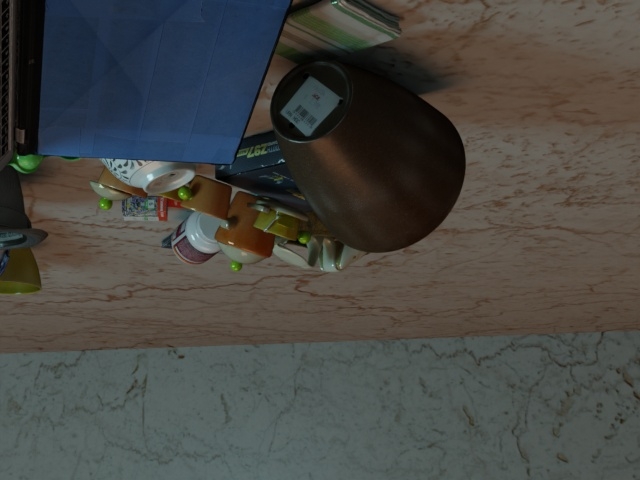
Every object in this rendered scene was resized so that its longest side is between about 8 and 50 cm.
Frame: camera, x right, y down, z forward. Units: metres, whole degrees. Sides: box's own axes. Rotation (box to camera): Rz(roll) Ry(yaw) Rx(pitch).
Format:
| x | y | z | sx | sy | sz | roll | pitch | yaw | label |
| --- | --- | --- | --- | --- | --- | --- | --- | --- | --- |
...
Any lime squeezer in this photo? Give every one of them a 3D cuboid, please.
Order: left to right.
| x | y | z | sx | sy | sz | roll | pitch | yaw | label |
| --- | --- | --- | --- | --- | --- | --- | --- | --- | --- |
| -0.367 | -0.121 | 1.471 | 0.310 | 0.059 | 0.110 | -17 | -152 | -24 | lime squeezer |

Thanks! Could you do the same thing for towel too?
| x | y | z | sx | sy | sz | roll | pitch | yaw | label |
| --- | --- | --- | --- | --- | --- | --- | --- | --- | --- |
| 0.002 | -0.238 | 1.221 | 0.152 | 0.023 | 0.113 | -10 | 161 | 40 | towel |

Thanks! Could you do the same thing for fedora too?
| x | y | z | sx | sy | sz | roll | pitch | yaw | label |
| --- | --- | --- | --- | --- | --- | --- | --- | --- | --- |
| -0.543 | -0.061 | 1.670 | 0.243 | 0.124 | 0.275 | 1 | 172 | 0 | fedora |

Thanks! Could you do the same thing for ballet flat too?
| x | y | z | sx | sy | sz | roll | pitch | yaw | label |
| --- | --- | --- | --- | --- | --- | --- | --- | --- | --- |
| 0.000 | 0.000 | 1.956 | 0.123 | 0.123 | 0.348 | -12 | 162 | 39 | ballet flat |

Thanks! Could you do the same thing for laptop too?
| x | y | z | sx | sy | sz | roll | pitch | yaw | label |
| --- | --- | --- | --- | --- | --- | --- | --- | --- | --- |
| -0.254 | -0.097 | 1.095 | 0.236 | 0.408 | 0.382 | 32 | 149 | 2 | laptop |

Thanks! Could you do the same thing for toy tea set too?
| x | y | z | sx | sy | sz | roll | pitch | yaw | label |
| --- | --- | --- | --- | --- | --- | --- | --- | --- | --- |
| -0.190 | -0.035 | 1.648 | 0.336 | 0.124 | 0.200 | 19 | 180 | -14 | toy tea set |

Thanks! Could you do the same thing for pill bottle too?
| x | y | z | sx | sy | sz | roll | pitch | yaw | label |
| --- | --- | --- | --- | --- | --- | --- | --- | --- | --- |
| -0.211 | -0.011 | 1.958 | 0.086 | 0.086 | 0.152 | 5 | 165 | -22 | pill bottle |

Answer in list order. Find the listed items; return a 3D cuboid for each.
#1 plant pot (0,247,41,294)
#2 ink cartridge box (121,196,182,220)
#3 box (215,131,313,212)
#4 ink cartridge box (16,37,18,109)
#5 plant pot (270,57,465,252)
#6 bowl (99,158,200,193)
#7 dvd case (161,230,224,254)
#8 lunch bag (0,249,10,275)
| x | y | z | sx | sy | sz | roll | pitch | yaw | label |
| --- | --- | --- | --- | --- | --- | --- | --- | --- | --- |
| -0.623 | 0.049 | 2.157 | 0.134 | 0.095 | 0.134 | -1 | 166 | 0 | plant pot |
| -0.289 | -0.055 | 1.898 | 0.115 | 0.029 | 0.063 | 1 | 165 | -6 | ink cartridge box |
| -0.018 | -0.106 | 1.648 | 0.183 | 0.059 | 0.232 | -9 | 163 | 35 | box |
| -0.357 | -0.190 | 1.229 | 0.046 | 0.097 | 0.207 | 40 | 179 | 20 | ink cartridge box |
| 0.039 | -0.121 | 1.325 | 0.215 | 0.215 | 0.230 | -8 | 158 | 25 | plant pot |
| -0.216 | -0.114 | 1.460 | 0.170 | 0.080 | 0.170 | -21 | 165 | -6 | bowl |
| -0.187 | 0.002 | 2.148 | 0.221 | 0.018 | 0.164 | 6 | 164 | -24 | dvd case |
| -0.681 | 0.070 | 1.865 | 0.115 | 0.243 | 0.303 | 37 | -159 | 22 | lunch bag |
